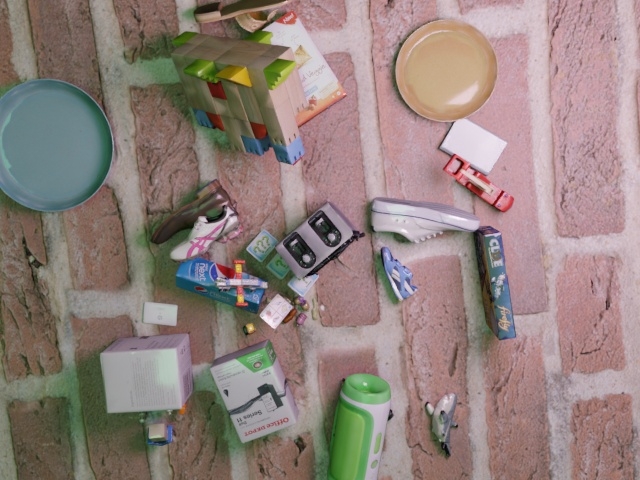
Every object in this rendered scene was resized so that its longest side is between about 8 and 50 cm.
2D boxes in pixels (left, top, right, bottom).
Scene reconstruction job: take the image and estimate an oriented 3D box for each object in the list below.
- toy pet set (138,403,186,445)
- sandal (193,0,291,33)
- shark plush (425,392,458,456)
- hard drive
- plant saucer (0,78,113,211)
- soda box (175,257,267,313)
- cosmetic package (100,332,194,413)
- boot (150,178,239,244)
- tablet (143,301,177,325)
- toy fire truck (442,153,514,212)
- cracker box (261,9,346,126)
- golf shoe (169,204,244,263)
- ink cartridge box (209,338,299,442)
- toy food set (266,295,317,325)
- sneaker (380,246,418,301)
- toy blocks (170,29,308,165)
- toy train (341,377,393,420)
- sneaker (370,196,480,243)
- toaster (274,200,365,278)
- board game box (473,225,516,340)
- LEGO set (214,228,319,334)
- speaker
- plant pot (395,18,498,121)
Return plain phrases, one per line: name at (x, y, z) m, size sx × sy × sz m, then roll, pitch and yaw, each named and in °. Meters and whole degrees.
toy pet set at (-0.395, 0.451, 1.931) m, size 0.122 × 0.065 × 0.114 m, roll -6°, pitch 62°, yaw 0°
sandal at (-0.172, -0.520, 1.797) m, size 0.240 × 0.088 × 0.079 m, roll -6°, pitch 128°, yaw 10°
shark plush at (0.316, 0.460, 1.894) m, size 0.067 × 0.073 × 0.161 m, roll -12°, pitch 92°, yaw -26°
hard drive at (0.362, -0.227, 1.822) m, size 0.135 × 0.022 × 0.094 m, roll 30°, pitch 97°, yaw -1°
plant saucer at (-0.651, -0.229, 1.857) m, size 0.318 × 0.043 × 0.317 m, roll 0°, pitch 97°, yaw 2°
soda box at (-0.239, 0.104, 1.853) m, size 0.210 × 0.071 × 0.067 m, roll 19°, pitch 62°, yaw 0°
cosmetic package at (-0.415, 0.319, 1.857) m, size 0.184 × 0.151 × 0.151 m, roll -4°, pitch 96°, yaw 2°
boot at (-0.301, -0.039, 1.845) m, size 0.219 × 0.082 × 0.106 m, roll -41°, pitch 91°, yaw 4°
tablet at (-0.399, 0.183, 1.913) m, size 0.083 × 0.006 × 0.054 m, roll 6°, pitch 97°, yaw 2°
toy fire truck at (0.370, -0.129, 1.777) m, size 0.192 × 0.135 × 0.047 m, roll 34°, pitch 97°, yaw -2°
cracker box at (-0.064, -0.396, 1.798) m, size 0.156 × 0.067 × 0.232 m, roll -33°, pitch 94°, yaw 6°
golf shoe at (-0.278, -0.016, 1.800) m, size 0.186 × 0.067 × 0.086 m, roll -29°, pitch 113°, yaw -2°
ink cartridge box at (-0.159, 0.370, 1.885) m, size 0.153 × 0.087 × 0.208 m, roll -22°, pitch 96°, yaw 5°
toy food set at (-0.071, 0.174, 1.891) m, size 0.122 × 0.019 × 0.077 m, roll -4°, pitch 97°, yaw 3°
sneaker at (0.187, 0.075, 1.853) m, size 0.059 × 0.053 × 0.144 m, roll -23°, pitch 104°, yaw 6°
toy blocks at (-0.168, -0.312, 1.728) m, size 0.382 × 0.191 × 0.260 m, roll 19°, pitch 141°, yaw 36°
toy train at (0.113, 0.396, 1.908) m, size 0.158 × 0.027 × 0.036 m, roll 38°, pitch 108°, yaw -3°
sneaker at (0.245, -0.041, 1.821) m, size 0.258 × 0.094 × 0.091 m, roll 10°, pitch 108°, yaw 13°
toaster at (0.000, 0.000, 1.795) m, size 0.168 × 0.186 × 0.110 m, roll -40°, pitch 84°, yaw 8°
board game box at (0.403, 0.093, 1.788) m, size 0.042 × 0.165 × 0.243 m, roll -9°, pitch 97°, yaw 3°
LEGO set at (-0.131, 0.101, 1.801) m, size 0.182 × 0.060 × 0.244 m, roll 42°, pitch 58°, yaw -2°
speaker at (0.092, 0.478, 1.852) m, size 0.131 × 0.131 × 0.296 m, roll 8°, pitch 106°, yaw 1°
plant pot at (0.294, -0.394, 1.794) m, size 0.237 × 0.032 × 0.236 m, roll 0°, pitch 92°, yaw 5°
